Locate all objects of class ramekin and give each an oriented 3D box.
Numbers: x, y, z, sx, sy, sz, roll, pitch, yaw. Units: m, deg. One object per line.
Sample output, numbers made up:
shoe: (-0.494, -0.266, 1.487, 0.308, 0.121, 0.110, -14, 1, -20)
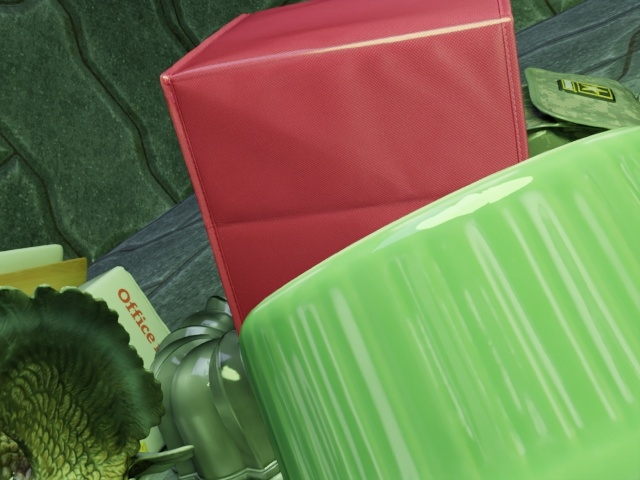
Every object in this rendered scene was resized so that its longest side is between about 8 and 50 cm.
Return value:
ramekin: (0.101, 0.060, 0.458, 0.303, 0.148, 0.303, -24, -9, -4)

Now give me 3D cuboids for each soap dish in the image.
soap dish: (-0.468, 0.113, 1.025, 0.291, 0.118, 0.229, -24, -3, 24)

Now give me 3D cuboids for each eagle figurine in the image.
eagle figurine: (-0.229, 0.172, 0.633, 0.226, 0.298, 0.225, -34, 13, -20)

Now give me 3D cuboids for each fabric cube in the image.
fabric cube: (0.051, -0.078, 0.708, 0.258, 0.259, 0.254, -8, 26, 13)

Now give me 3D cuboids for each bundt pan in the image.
bundt pan: (-0.051, 0.113, 0.868, 0.331, 0.124, 0.331, -28, 14, 8)

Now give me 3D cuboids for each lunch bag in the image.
lunch bag: (0.251, -0.101, 0.944, 0.287, 0.169, 0.235, -20, 19, 19)

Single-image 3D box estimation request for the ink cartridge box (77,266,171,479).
ink cartridge box: (-0.284, 0.187, 0.902, 0.117, 0.201, 0.278, -24, 14, 33)
